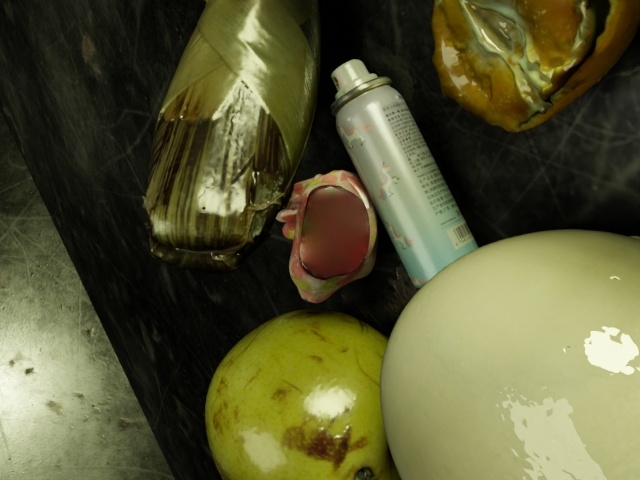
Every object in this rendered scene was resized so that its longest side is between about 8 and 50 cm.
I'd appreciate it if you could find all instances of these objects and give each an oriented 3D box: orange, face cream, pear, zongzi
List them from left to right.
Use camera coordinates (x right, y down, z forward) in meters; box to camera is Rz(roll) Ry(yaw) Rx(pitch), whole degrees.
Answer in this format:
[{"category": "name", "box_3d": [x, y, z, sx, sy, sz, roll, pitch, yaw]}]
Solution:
[{"category": "zongzi", "box_3d": [-0.073, -0.160, 0.549, 0.289, 0.154, 0.317, -85, 7, -47]}, {"category": "pear", "box_3d": [0.000, 0.219, 0.720, 0.283, 0.283, 0.284, 34, 137, 40]}, {"category": "face cream", "box_3d": [0.076, -0.070, 0.585, 0.075, 0.075, 0.229, -31, 84, 58]}, {"category": "orange", "box_3d": [0.145, -0.155, 0.394, 0.170, 0.112, 0.160, -117, 10, -52]}]

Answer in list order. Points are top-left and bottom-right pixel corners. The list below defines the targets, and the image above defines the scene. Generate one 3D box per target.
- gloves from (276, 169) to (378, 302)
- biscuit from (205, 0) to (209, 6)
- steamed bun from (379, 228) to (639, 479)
[{"category": "gloves", "box_3d": [0.011, -0.005, 0.686, 0.241, 0.126, 0.145, -30, -81, -85]}, {"category": "biscuit", "box_3d": [-0.099, -0.348, 0.686, 0.226, 0.042, 0.226, 34, 138, 37]}, {"category": "steamed bun", "box_3d": [0.184, 0.151, 0.452, 0.324, 0.206, 0.324, 36, 138, 41]}]
